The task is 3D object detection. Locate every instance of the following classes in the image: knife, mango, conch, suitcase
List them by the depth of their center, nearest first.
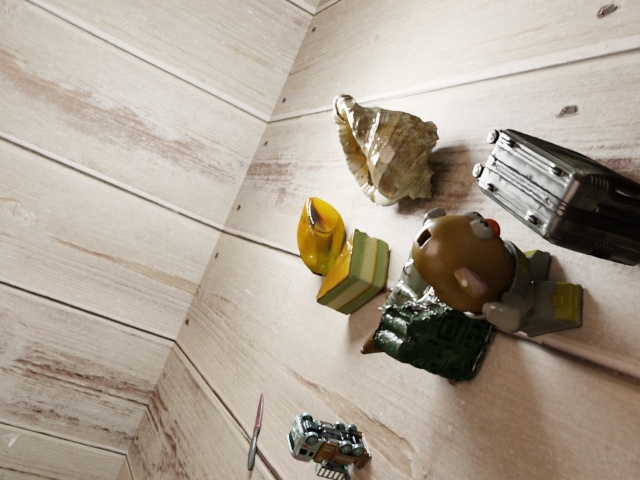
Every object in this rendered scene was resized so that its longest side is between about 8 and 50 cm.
[{"bbox_3d":[0.403,-0.079,1.122,0.312,0.202,0.128,-121,48,-62],"label":"suitcase"},{"bbox_3d":[0.178,-0.236,1.750,0.352,0.209,0.297,66,158,21],"label":"conch"},{"bbox_3d":[0.000,0.000,2.014,0.166,0.136,0.236,116,157,-44],"label":"mango"},{"bbox_3d":[-0.193,0.568,2.024,0.035,0.018,0.247,-45,29,45],"label":"knife"}]

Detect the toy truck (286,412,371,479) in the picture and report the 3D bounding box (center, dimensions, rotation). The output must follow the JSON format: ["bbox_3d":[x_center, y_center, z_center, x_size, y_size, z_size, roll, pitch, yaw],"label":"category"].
[{"bbox_3d":[0.007,0.459,1.488,0.115,0.177,0.080,-60,23,18],"label":"toy truck"}]

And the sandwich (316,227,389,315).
[{"bbox_3d":[0.081,0.087,1.769,0.187,0.117,0.144,-43,29,46],"label":"sandwich"}]

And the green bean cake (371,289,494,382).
[{"bbox_3d":[0.223,0.156,1.278,0.194,0.208,0.107,-66,26,4],"label":"green bean cake"}]

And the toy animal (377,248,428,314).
[{"bbox_3d":[0.212,0.106,1.506,0.255,0.089,0.170,-55,22,19],"label":"toy animal"}]

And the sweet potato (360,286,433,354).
[{"bbox_3d":[0.220,0.123,1.383,0.346,0.108,0.079,-53,-18,1],"label":"sweet potato"}]

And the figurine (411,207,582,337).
[{"bbox_3d":[0.281,0.052,1.149,0.167,0.284,0.342,-67,21,1],"label":"figurine"}]
